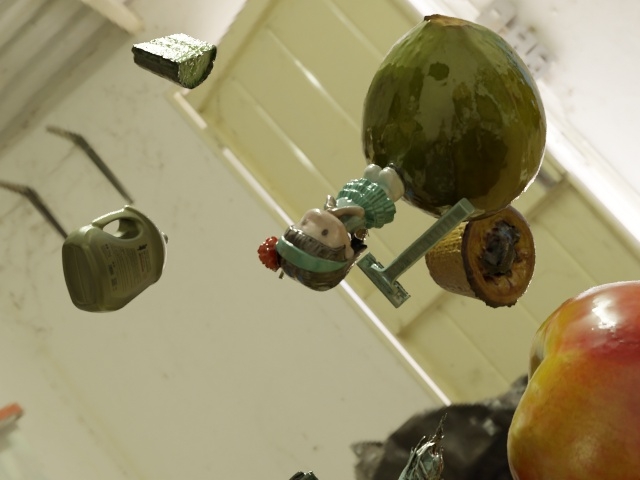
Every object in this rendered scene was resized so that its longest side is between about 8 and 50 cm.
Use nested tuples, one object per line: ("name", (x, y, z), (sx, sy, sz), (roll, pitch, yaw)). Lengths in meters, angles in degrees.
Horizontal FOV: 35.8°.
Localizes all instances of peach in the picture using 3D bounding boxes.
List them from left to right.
("peach", (0.424, 0.232, 1.223), (0.388, 0.388, 0.388), (-40, -10, -9))

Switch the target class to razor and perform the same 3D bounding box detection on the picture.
("razor", (0.164, 0.016, 1.675), (0.056, 0.111, 0.278), (-39, -5, -41))

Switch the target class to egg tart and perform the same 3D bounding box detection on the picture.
("egg tart", (0.320, 0.029, 1.983), (0.215, 0.215, 0.171), (-35, 17, -32))

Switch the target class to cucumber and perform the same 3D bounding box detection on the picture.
("cucumber", (-0.239, -0.297, 1.647), (0.116, 0.115, 0.062), (-27, -44, -47))

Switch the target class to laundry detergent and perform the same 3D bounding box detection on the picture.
("laundry detergent", (-0.381, 0.029, 1.913), (0.091, 0.181, 0.253), (-1, 17, 31))

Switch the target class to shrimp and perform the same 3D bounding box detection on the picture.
("shrimp", (0.173, 0.391, 1.661), (0.090, 0.079, 0.232), (54, -130, -44))

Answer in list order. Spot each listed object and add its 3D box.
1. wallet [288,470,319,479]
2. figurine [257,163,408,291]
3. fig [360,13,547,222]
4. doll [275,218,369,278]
("wallet", (0.030, 0.526, 1.413), (0.191, 0.379, 0.046), (-42, 9, -28))
("figurine", (0.027, -0.023, 1.535), (0.245, 0.110, 0.138), (-43, 34, -25))
("fig", (0.230, -0.215, 1.701), (0.343, 0.343, 0.343), (-40, -10, -9))
("doll", (-0.005, -0.003, 1.985), (0.221, 0.105, 0.115), (-26, 24, -2))
